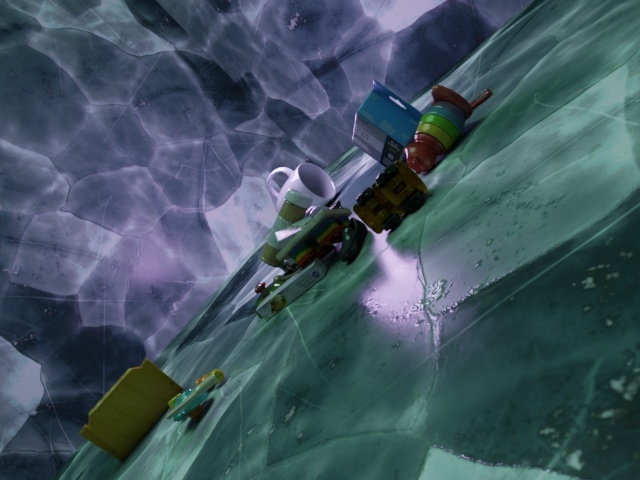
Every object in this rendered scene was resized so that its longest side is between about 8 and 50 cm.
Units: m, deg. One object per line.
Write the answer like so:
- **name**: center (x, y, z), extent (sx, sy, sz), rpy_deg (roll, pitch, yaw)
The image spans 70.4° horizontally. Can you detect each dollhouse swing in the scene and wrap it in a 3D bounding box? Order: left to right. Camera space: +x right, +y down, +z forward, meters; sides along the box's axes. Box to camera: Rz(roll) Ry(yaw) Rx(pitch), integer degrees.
- **dollhouse swing**: center (-0.820, 0.682, 1.925), extent (0.305, 0.315, 0.346), rpy_deg (5, 49, 49)

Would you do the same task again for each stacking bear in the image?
- **stacking bear**: center (0.406, -0.377, 1.634), extent (0.288, 0.164, 0.175), rpy_deg (-58, -19, -6)

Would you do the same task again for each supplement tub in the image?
- **supplement tub**: center (-0.024, -0.088, 2.146), extent (0.144, 0.144, 0.200), rpy_deg (-49, 12, -18)

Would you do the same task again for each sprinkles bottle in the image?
- **sprinkles bottle**: center (-0.159, -0.054, 2.063), extent (0.121, 0.121, 0.355), rpy_deg (-100, 34, -76)

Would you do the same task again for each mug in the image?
- **mug**: center (-0.149, -0.287, 2.731), extent (0.328, 0.374, 0.276), rpy_deg (-44, 14, 37)

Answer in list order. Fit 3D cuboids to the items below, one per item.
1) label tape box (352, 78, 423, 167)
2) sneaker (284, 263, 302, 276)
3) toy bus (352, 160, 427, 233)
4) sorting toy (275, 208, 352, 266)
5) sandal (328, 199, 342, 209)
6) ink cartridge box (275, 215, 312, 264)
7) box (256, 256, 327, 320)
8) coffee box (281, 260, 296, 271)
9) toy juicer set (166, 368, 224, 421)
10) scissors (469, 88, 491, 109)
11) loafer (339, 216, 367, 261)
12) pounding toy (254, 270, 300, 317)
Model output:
- **label tape box**: center (0.266, -0.456, 1.867), extent (0.115, 0.249, 0.347), rpy_deg (-48, -13, -13)
- **sneaker**: center (-0.130, 0.128, 1.980), extent (0.119, 0.057, 0.047), rpy_deg (-32, 20, 49)
- **toy bus**: center (0.229, -0.143, 1.490), extent (0.220, 0.149, 0.211), rpy_deg (-45, -2, 14)
- **sorting toy**: center (0.000, 0.000, 1.696), extent (0.255, 0.089, 0.257), rpy_deg (-44, -14, 22)
- **sandal**: center (0.074, -0.148, 2.260), extent (0.090, 0.060, 0.219), rpy_deg (-39, -3, 1)
- **ink cartridge box**: center (-0.089, -0.001, 1.960), extent (0.176, 0.127, 0.128), rpy_deg (-27, 21, -1)
- **box**: center (-0.110, 0.184, 1.690), extent (0.324, 0.063, 0.067), rpy_deg (-40, 13, 25)
- **coffee box**: center (-0.118, 0.092, 2.102), extent (0.113, 0.040, 0.184), rpy_deg (-50, 12, -21)
- **toy juicer set**: center (-0.397, 0.517, 1.496), extent (0.209, 0.089, 0.329), rpy_deg (-36, -1, -22)
- **scissors**: center (0.573, -0.504, 1.842), extent (0.297, 0.021, 0.109), rpy_deg (-43, 14, 14)
- **loafer**: center (0.101, -0.005, 1.571), extent (0.076, 0.078, 0.223), rpy_deg (-38, 13, 35)
- **pounding toy**: center (-0.213, 0.198, 1.889), extent (0.183, 0.110, 0.236), rpy_deg (-31, 18, 49)
